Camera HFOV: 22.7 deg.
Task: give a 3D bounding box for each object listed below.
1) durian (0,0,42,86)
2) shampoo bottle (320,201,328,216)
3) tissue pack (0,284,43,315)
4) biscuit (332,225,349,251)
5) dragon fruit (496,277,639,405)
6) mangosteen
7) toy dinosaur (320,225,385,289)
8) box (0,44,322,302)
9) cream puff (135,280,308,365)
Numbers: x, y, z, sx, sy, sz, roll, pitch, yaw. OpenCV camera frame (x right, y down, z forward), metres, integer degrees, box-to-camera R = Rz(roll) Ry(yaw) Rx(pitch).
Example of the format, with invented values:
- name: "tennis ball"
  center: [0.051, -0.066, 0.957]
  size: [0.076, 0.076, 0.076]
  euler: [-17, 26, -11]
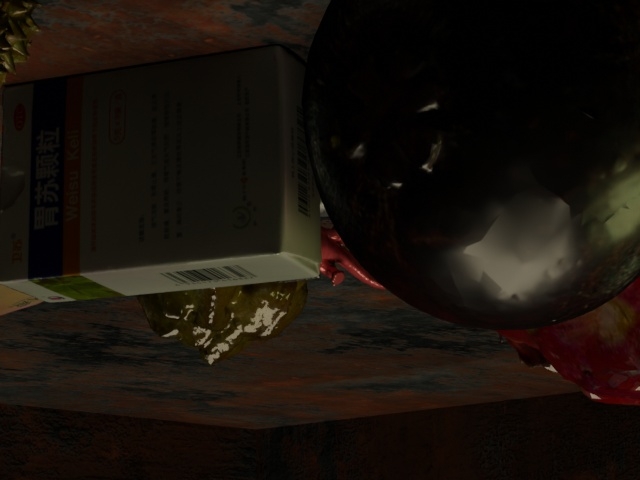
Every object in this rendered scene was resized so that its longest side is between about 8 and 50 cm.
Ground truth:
- name: "durian"
  center: [-0.307, -0.160, 1.292]
  size: [0.182, 0.165, 0.132]
  euler: [-34, 120, 25]
- name: "shampoo bottle"
  center: [0.014, -0.060, 1.832]
  size: [0.214, 0.072, 0.072]
  euler: [-4, 167, 12]
- name: "tissue pack"
  center: [-0.490, 0.032, 2.063]
  size: [0.256, 0.123, 0.215]
  euler: [-14, 162, 18]
- name: "biscuit"
  center: [0.151, 0.000, 2.092]
  size: [0.295, 0.075, 0.296]
  euler: [0, 167, 0]
- name: "dragon fruit"
  center: [0.318, 0.030, 1.615]
  size: [0.371, 0.249, 0.386]
  euler: [43, 138, -21]
- name: "mangosteen"
  center: [0.142, -0.092, 1.165]
  size: [0.330, 0.330, 0.330]
  euler: [-1, 167, 0]
- name: "toy dinosaur"
  center: [-0.006, -0.004, 1.972]
  size: [0.286, 0.070, 0.139]
  euler: [15, -162, -38]
- name: "box"
  center: [-0.154, -0.058, 1.525]
  size: [0.299, 0.200, 0.106]
  euler: [-6, 165, 19]
- name: "cream puff"
  center: [-0.136, 0.056, 2.123]
  size: [0.244, 0.196, 0.244]
  euler: [-11, 141, -9]
